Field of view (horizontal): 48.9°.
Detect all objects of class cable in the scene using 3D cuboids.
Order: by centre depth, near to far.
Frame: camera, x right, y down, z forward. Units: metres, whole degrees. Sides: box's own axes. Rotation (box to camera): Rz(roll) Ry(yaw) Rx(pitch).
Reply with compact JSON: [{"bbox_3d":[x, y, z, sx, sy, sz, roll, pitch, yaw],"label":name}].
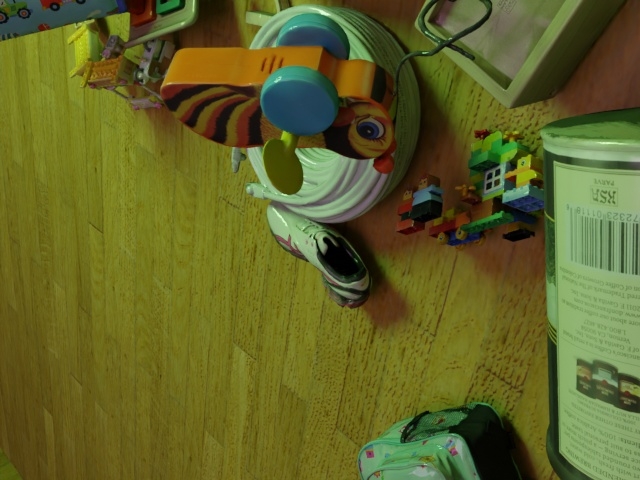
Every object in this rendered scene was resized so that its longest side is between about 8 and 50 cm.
[{"bbox_3d":[0.004,-0.147,0.841,0.257,0.089,0.257,30,125,36],"label":"cable"}]

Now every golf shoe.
[{"bbox_3d":[0.000,0.000,0.904,0.186,0.067,0.086,44,158,20],"label":"golf shoe"}]

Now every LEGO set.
[{"bbox_3d":[-0.335,-0.293,1.173,0.287,0.107,0.132,32,92,41],"label":"LEGO set"}]

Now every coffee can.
[{"bbox_3d":[0.274,0.045,0.533,0.202,0.202,0.275,10,112,45],"label":"coffee can"}]

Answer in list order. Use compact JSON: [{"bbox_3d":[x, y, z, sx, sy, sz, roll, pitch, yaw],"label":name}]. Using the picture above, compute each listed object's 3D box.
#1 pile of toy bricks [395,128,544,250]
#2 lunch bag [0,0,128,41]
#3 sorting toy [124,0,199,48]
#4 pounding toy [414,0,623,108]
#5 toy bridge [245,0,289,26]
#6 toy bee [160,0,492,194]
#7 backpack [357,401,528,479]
[{"bbox_3d":[0.167,-0.063,0.698,0.212,0.118,0.105,-20,57,58],"label":"pile of toy bricks"},{"bbox_3d":[-0.399,-0.414,0.881,0.293,0.221,0.138,82,171,-60],"label":"lunch bag"},{"bbox_3d":[-0.233,-0.381,0.990,0.348,0.047,0.195,2,86,47],"label":"sorting toy"},{"bbox_3d":[0.176,-0.255,0.603,0.181,0.094,0.206,49,135,22],"label":"pounding toy"},{"bbox_3d":[-0.067,-0.286,0.910,0.063,0.026,0.188,25,122,37],"label":"toy bridge"},{"bbox_3d":[0.007,-0.118,0.667,0.298,0.195,0.162,16,150,32],"label":"toy bee"},{"bbox_3d":[0.134,0.292,0.833,0.188,0.144,0.165,-21,94,52],"label":"backpack"}]
